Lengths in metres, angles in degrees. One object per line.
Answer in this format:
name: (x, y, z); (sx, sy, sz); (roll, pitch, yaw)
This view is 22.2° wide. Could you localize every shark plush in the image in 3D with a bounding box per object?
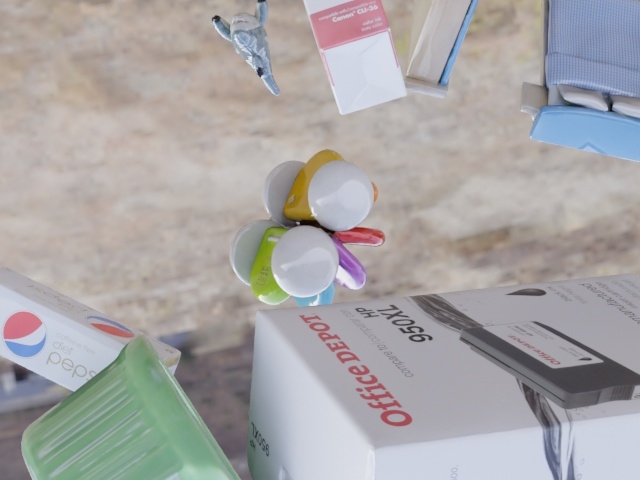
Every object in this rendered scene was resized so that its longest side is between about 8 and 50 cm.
shark plush: (-0.091, -0.235, 2.084); (0.073, 0.067, 0.161); (-14, 144, -5)

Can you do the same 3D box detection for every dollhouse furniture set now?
dollhouse furniture set: (0.263, -0.270, 1.695); (0.303, 0.286, 0.198); (13, 143, -6)

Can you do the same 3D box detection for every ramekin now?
ramekin: (-0.142, 0.250, 1.490); (0.148, 0.303, 0.303); (-33, 165, -6)

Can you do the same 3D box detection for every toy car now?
toy car: (0.000, 0.000, 1.767); (0.136, 0.182, 0.159); (34, 167, -27)

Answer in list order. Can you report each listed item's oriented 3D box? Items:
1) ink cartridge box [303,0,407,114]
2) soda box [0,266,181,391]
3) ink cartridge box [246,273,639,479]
ink cartridge box: (0.015, -0.228, 1.463); (0.067, 0.198, 0.115); (-18, 153, 2)
soda box: (-0.255, 0.102, 1.654); (0.216, 0.069, 0.074); (25, -170, 11)
ink cartridge box: (0.165, 0.164, 1.405); (0.395, 0.166, 0.285); (-5, -159, -21)
